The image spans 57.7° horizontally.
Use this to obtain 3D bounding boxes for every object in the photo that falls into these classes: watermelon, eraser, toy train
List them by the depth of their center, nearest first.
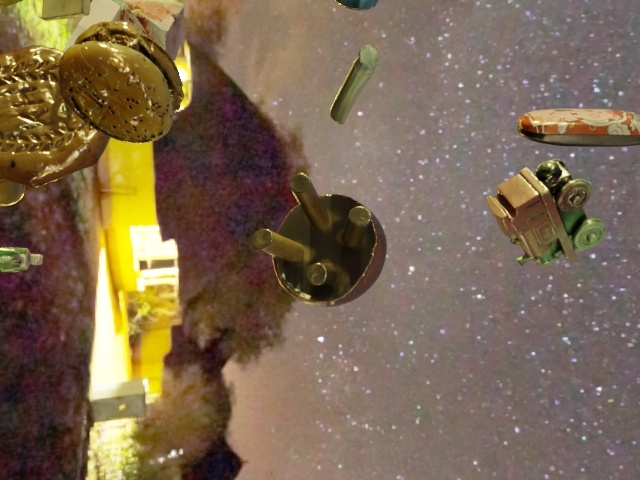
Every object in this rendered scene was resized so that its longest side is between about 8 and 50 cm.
[{"bbox_3d":[0.561,-0.054,1.441,0.304,0.221,0.150,50,12,-35],"label":"toy train"},{"bbox_3d":[-0.715,-0.597,1.763,0.298,0.076,0.078,-62,-162,-4],"label":"eraser"},{"bbox_3d":[-0.534,-0.683,1.918,0.201,0.261,0.213,37,-50,30],"label":"watermelon"}]

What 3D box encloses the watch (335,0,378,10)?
[{"bbox_3d":[0.085,-0.675,1.260,0.274,0.241,0.306,125,-38,-53],"label":"watch"}]

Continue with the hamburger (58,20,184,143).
[{"bbox_3d":[-0.290,-0.218,0.852,0.185,0.176,0.114,124,-29,-44],"label":"hamburger"}]

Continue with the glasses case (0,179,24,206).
[{"bbox_3d":[-0.867,-0.167,1.483,0.371,0.173,0.141,19,-65,45],"label":"glasses case"}]

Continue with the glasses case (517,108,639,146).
[{"bbox_3d":[0.528,-0.224,1.149,0.103,0.266,0.067,-88,178,-62],"label":"glasses case"}]

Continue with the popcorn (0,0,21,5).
[{"bbox_3d":[-0.567,-0.526,0.944,0.247,0.282,0.282,60,-16,-2],"label":"popcorn"}]

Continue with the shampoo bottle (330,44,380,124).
[{"bbox_3d":[0.073,-0.342,1.294,0.212,0.049,0.072,127,-14,-62],"label":"shampoo bottle"}]

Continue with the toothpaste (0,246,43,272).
[{"bbox_3d":[-0.767,0.042,1.317,0.046,0.247,0.078,10,-83,64],"label":"toothpaste"}]

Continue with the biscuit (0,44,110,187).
[{"bbox_3d":[-0.612,-0.275,1.245,0.046,0.358,0.360,107,-24,-66],"label":"biscuit"}]

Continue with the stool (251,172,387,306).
[{"bbox_3d":[0.000,0.000,1.284,0.178,0.271,0.272,51,28,-65],"label":"stool"}]

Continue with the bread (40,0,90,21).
[{"bbox_3d":[-0.622,-0.575,1.414,0.028,0.153,0.068,-2,95,-63],"label":"bread"}]
